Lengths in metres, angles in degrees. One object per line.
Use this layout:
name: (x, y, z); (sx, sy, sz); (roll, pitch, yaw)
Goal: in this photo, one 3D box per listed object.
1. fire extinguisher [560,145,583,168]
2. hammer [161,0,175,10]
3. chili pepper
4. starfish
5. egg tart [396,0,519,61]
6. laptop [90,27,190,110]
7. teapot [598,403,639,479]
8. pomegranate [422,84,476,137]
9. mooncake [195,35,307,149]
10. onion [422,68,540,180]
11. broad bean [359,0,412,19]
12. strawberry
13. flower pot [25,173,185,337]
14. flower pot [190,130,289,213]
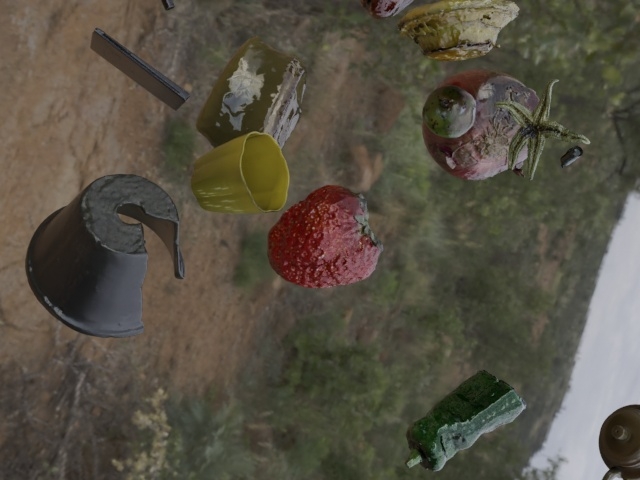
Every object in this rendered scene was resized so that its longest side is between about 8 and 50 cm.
fire extinguisher: (0.555, -0.188, 1.699); (0.083, 0.025, 0.038); (116, -9, -74)
hammer: (-0.292, -0.422, 1.280); (0.065, 0.021, 0.178); (63, 14, -8)
chili pepper: (0.277, 0.380, 1.573); (0.270, 0.136, 0.099); (-34, 142, -17)
starfish: (0.470, -0.240, 1.643); (0.050, 0.217, 0.223); (-26, 137, -51)
egg tart: (0.268, -0.410, 1.489); (0.241, 0.241, 0.105); (-9, 93, -72)
laptop: (-0.331, -0.309, 1.391); (0.016, 0.197, 0.135); (-57, -163, -11)
teapot: (0.742, 0.490, 1.818); (0.175, 0.186, 0.267); (31, 86, -33)
pomegranate: (0.278, -0.267, 1.626); (0.114, 0.115, 0.142); (-70, 160, -4)
mooncake: (-0.189, -0.351, 2.119); (0.393, 0.246, 0.394); (118, -4, -56)
onion: (0.474, -0.328, 2.224); (0.354, 0.354, 0.353); (19, 90, -74)
broad bean: (0.202, -0.712, 2.160); (0.228, 0.122, 0.156); (-44, 179, -29)
strawberry: (0.000, 0.000, 1.895); (0.257, 0.277, 0.257); (163, -90, -87)
flower pot: (-0.472, -0.001, 1.746); (0.379, 0.379, 0.251); (-57, -178, -40)
flower pot: (-0.196, -0.143, 1.781); (0.195, 0.179, 0.195); (25, 60, -54)
